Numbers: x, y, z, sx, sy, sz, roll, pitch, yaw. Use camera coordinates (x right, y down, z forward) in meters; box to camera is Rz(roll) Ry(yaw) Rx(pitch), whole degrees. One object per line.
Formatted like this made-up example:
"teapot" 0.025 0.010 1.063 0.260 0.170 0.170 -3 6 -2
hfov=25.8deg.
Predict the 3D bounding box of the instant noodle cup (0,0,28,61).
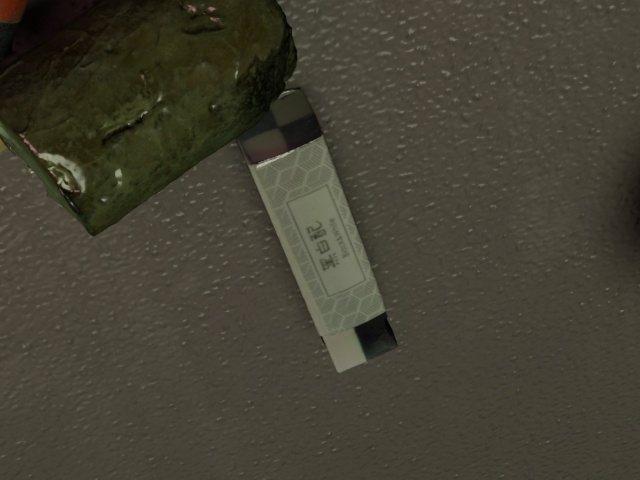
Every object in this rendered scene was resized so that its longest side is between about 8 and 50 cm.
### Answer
"instant noodle cup" -0.314 -0.255 1.299 0.127 0.127 0.136 19 114 -37

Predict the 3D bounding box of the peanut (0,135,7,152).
"peanut" -0.391 -0.157 1.377 0.104 0.086 0.228 -46 132 9

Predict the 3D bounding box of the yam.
"yam" -0.173 -0.151 1.365 0.300 0.195 0.195 -38 140 -19

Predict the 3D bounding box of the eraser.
"eraser" 0.000 0.000 1.691 0.096 0.098 0.404 -24 137 -1
